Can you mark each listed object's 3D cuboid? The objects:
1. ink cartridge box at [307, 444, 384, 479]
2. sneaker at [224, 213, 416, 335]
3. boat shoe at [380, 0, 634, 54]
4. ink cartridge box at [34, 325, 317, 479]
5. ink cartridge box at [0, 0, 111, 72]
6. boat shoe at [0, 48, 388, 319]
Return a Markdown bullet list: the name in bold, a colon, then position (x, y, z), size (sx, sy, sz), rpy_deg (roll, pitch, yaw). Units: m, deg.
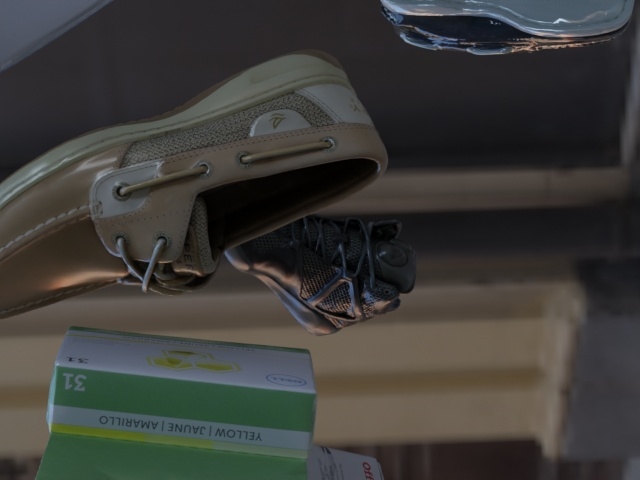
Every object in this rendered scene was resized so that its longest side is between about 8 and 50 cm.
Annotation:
- **ink cartridge box**: position (-0.011, 0.227, 1.650), size (0.056, 0.135, 0.099), rpy_deg (-54, 33, 34)
- **sneaker**: position (0.000, 0.000, 1.649), size (0.227, 0.130, 0.087), rpy_deg (46, -141, -43)
- **boat shoe**: position (0.214, -0.262, 2.192), size (0.114, 0.303, 0.091), rpy_deg (-63, -29, -26)
- **ink cartridge box**: position (-0.088, 0.111, 1.220), size (0.235, 0.171, 0.056), rpy_deg (-107, 23, -81)
- **ink cartridge box**: position (-0.319, -0.293, 1.967), size (0.198, 0.197, 0.270), rpy_deg (56, 170, -9)
- **boat shoe**: position (-0.117, -0.021, 1.421), size (0.110, 0.341, 0.121), rpy_deg (62, 179, 30)
